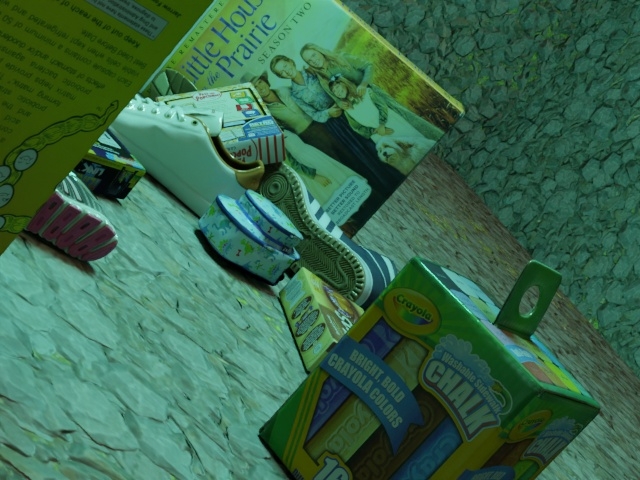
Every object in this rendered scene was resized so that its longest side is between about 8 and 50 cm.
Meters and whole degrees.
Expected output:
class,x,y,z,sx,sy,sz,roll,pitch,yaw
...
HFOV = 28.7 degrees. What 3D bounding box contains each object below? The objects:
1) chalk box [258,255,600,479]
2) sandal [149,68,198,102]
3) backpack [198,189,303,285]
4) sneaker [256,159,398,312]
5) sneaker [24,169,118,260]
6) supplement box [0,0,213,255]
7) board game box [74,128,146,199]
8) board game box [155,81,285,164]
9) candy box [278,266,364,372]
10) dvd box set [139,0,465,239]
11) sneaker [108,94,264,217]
class,x,y,z,sx,sy,sz,roll,pitch,yaw
chalk box,0.125,0.143,1.154,0.179,0.289,0.180,48,14,30
sandal,-0.186,-0.180,1.878,0.180,0.072,0.049,42,-4,-4
backpack,-0.087,-0.012,1.539,0.114,0.084,0.105,25,18,-45
sneaker,0.000,0.000,1.738,0.282,0.099,0.153,51,15,30
sneaker,-0.263,-0.046,1.165,0.170,0.063,0.075,38,12,-38
supplement box,-0.254,-0.186,0.964,0.194,0.356,0.195,50,14,33
board game box,-0.289,-0.117,1.364,0.141,0.048,0.170,45,13,25
board game box,-0.143,-0.159,1.762,0.193,0.147,0.045,-119,-159,-57
candy box,0.019,0.116,1.494,0.109,0.053,0.186,36,12,-25
dvd box set,-0.034,-0.222,1.922,0.420,0.307,0.062,40,14,-11
sneaker,-0.197,-0.148,1.591,0.290,0.123,0.106,37,14,-14
